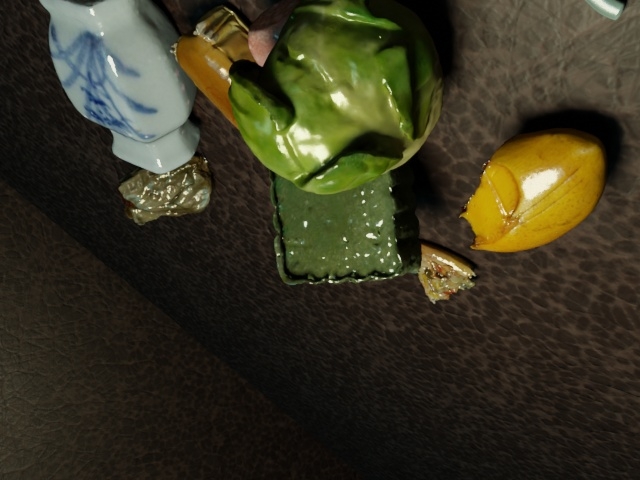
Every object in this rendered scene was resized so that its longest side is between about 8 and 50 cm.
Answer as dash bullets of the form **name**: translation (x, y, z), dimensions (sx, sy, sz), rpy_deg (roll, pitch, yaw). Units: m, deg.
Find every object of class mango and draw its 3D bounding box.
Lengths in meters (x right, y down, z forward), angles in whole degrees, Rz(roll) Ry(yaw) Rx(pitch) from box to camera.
- **mango**: translation (0.301, -0.073, 0.911), dimensions (0.154, 0.126, 0.252), rpy_deg (45, 147, 4)

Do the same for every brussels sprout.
- **brussels sprout**: translation (0.029, -0.195, 0.850), dimensions (0.294, 0.259, 0.227), rpy_deg (16, -155, -35)

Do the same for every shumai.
- **shumai**: translation (-0.376, -0.108, 1.566), dimensions (0.218, 0.185, 0.184), rpy_deg (11, 146, 39)

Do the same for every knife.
- **knife**: translation (0.247, -0.311, 0.690), dimensions (0.210, 0.015, 0.028), rpy_deg (40, 160, -9)

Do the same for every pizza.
- **pizza**: translation (0.232, 0.077, 1.331), dimensions (0.185, 0.052, 0.195), rpy_deg (24, 153, 28)

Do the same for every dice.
- **dice**: translation (-0.044, -0.299, 0.963), dimensions (0.094, 0.091, 0.093), rpy_deg (6, 142, 43)

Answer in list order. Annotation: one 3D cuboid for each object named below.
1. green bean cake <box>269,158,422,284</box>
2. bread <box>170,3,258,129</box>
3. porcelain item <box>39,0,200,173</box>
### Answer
- **green bean cake**: translation (0.039, -0.056, 1.091), dimensions (0.241, 0.132, 0.255), rpy_deg (-7, 92, 33)
- **bread**: translation (-0.133, -0.270, 1.102), dimensions (0.241, 0.107, 0.136), rpy_deg (46, 155, -21)
- **porcelain item**: translation (-0.363, -0.313, 1.211), dimensions (0.243, 0.178, 0.405), rpy_deg (24, 153, 20)
